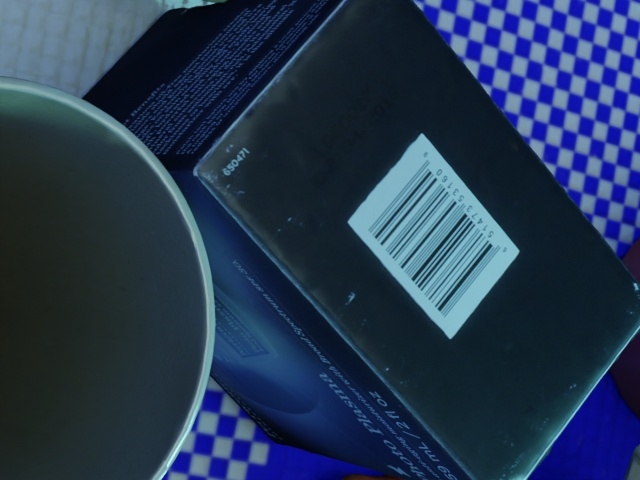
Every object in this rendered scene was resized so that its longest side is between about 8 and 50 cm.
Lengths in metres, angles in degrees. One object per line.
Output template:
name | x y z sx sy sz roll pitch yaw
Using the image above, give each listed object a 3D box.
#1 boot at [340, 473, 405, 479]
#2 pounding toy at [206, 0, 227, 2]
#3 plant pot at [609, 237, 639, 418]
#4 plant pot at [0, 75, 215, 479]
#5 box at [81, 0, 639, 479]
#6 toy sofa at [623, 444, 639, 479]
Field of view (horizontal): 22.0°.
boot | 0.073 0.183 1.267 0.158 0.059 0.085 15 80 -38
pounding toy | -0.095 -0.229 1.116 0.141 0.130 0.100 9 86 -30
plant pot | 0.381 0.076 1.336 0.275 0.243 0.275 0 90 -30
plant pot | -0.238 0.042 0.952 0.256 0.274 0.257 -1 91 -31
box | 0.000 0.000 1.080 0.183 0.294 0.296 -49 113 -18
toy sofa | 0.131 0.282 1.191 0.362 0.177 0.150 -7 127 -27
